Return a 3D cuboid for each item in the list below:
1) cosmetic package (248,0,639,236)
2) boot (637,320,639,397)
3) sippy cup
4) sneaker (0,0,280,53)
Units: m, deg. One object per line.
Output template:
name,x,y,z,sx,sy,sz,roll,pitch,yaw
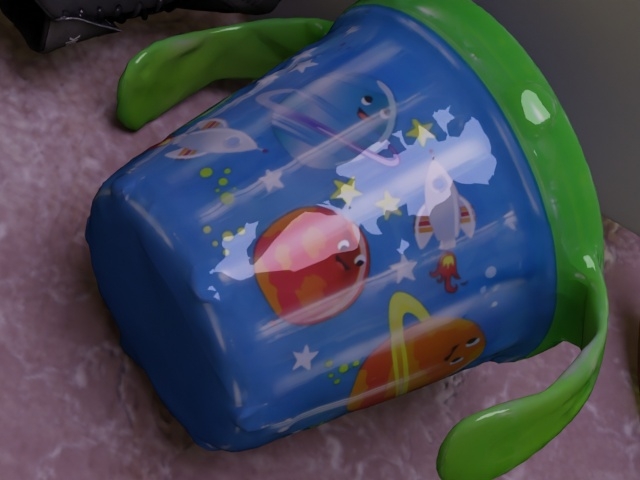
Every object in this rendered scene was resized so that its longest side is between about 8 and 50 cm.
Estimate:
cosmetic package,0.201,-0.285,1.121,0.329,0.327,0.393,29,60,6
boot,0.340,0.123,1.178,0.220,0.109,0.283,-11,74,-30
sippy cup,0.000,0.000,1.008,0.224,0.305,0.240,-26,108,-24
sneaker,-0.134,-0.154,1.063,0.234,0.078,0.106,15,79,-26
